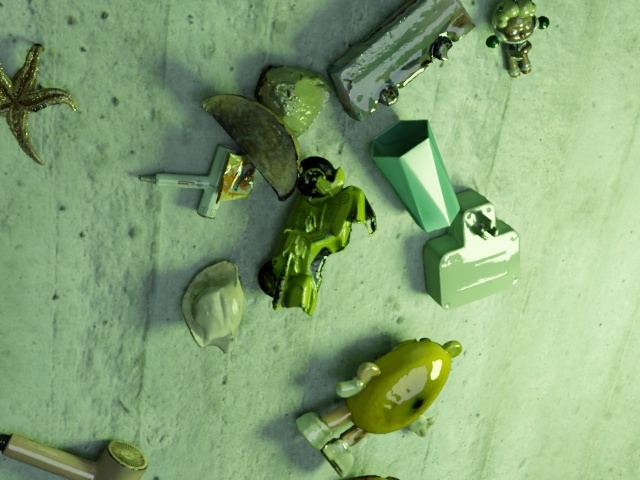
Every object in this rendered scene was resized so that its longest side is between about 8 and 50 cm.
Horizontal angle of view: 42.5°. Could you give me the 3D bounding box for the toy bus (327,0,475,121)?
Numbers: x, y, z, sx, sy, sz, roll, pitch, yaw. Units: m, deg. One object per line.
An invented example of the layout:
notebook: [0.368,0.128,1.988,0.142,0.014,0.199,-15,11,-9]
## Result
toy bus: [0.160,-0.391,1.704,0.317,0.112,0.138,-41,117,-3]

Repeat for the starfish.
starfish: [-0.553,-0.249,1.493,0.213,0.057,0.238,-11,112,-10]

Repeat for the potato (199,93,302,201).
potato: [-0.108,-0.217,1.653,0.120,0.100,0.261,-29,114,23]

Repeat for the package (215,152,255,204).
package: [-0.170,-0.130,1.685,0.121,0.031,0.108,-18,127,-61]

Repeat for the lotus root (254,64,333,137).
lotus root: [-0.060,-0.290,1.673,0.144,0.070,0.143,22,102,-29]

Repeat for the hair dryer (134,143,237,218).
hair dryer: [-0.276,-0.137,1.669,0.183,0.044,0.154,15,103,-25]

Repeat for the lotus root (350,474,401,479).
lotus root: [0.104,0.690,2.139,0.260,0.128,0.145,-31,134,-2]

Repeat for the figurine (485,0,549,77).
figurine: [0.430,-0.447,1.800,0.147,0.093,0.197,-22,120,-1]

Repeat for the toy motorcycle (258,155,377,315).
toy motorcycle: [0.000,-0.001,1.788,0.206,0.142,0.342,24,105,9]

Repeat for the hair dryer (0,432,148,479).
hair dryer: [-0.573,0.498,1.800,0.344,0.107,0.189,29,101,-21]

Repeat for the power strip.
power strip: [0.373,0.025,1.960,0.230,0.141,0.261,-17,121,-17]

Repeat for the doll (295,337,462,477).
doll: [0.148,0.416,2.030,0.423,0.161,0.348,-16,130,-15]

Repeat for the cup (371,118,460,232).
cup: [0.222,-0.141,1.831,0.148,0.134,0.235,-35,125,-2]

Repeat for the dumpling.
dumpling: [-0.230,0.144,1.772,0.136,0.118,0.199,-1,85,-7]
